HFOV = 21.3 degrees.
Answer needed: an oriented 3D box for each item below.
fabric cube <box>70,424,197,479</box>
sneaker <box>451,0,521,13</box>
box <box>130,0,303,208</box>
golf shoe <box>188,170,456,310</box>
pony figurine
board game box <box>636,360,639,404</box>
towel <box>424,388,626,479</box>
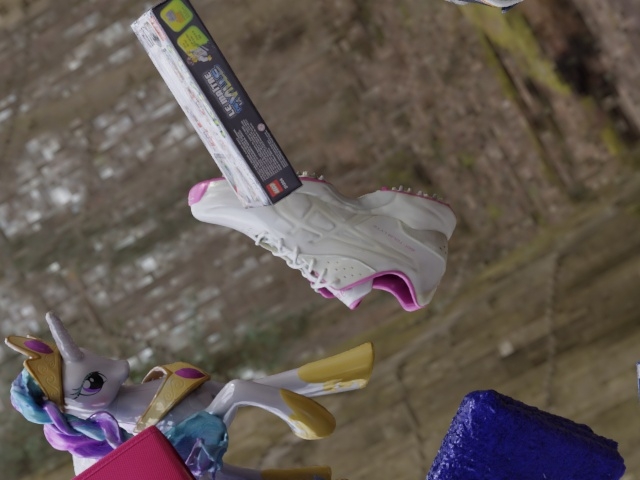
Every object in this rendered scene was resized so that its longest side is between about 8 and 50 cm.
[{"bbox_3d":[-0.146,0.368,1.456,0.258,0.254,0.259,50,172,32],"label":"fabric cube"},{"bbox_3d":[0.152,-0.261,1.485,0.321,0.127,0.126,-20,-59,-63],"label":"sneaker"},{"bbox_3d":[-0.097,-0.125,1.556,0.207,0.036,0.114,58,167,-8],"label":"box"},{"bbox_3d":[0.000,0.000,1.907,0.115,0.306,0.140,125,152,-78],"label":"golf shoe"},{"bbox_3d":[-0.155,0.221,1.733,0.363,0.351,0.303,8,-141,-12],"label":"pony figurine"},{"bbox_3d":[0.297,0.202,1.318,0.201,0.035,0.136,57,-153,-35],"label":"board game box"},{"bbox_3d":[0.170,0.311,1.655,0.228,0.308,0.076,22,-179,-41],"label":"towel"}]
